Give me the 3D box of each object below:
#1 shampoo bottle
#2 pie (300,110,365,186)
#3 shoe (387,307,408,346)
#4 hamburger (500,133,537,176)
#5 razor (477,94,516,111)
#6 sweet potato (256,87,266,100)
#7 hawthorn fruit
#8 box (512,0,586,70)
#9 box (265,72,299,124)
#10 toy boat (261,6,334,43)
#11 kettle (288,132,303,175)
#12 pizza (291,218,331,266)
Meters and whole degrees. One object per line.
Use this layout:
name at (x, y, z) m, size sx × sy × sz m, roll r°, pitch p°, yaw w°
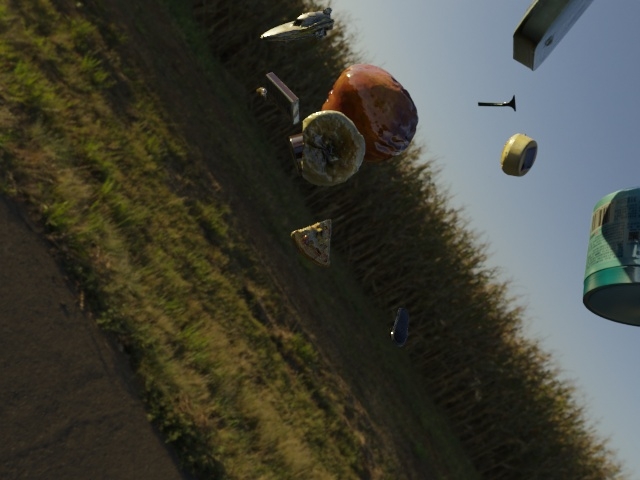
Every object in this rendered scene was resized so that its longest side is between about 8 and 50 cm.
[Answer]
shampoo bottle at (1.010, 0.052, 1.650) m, size 0.331 × 0.331 × 0.342 m, roll 48°, pitch 52°, yaw -49°
pie at (0.034, -0.259, 1.501) m, size 0.052 × 0.185 × 0.218 m, roll -85°, pitch 173°, yaw -69°
shoe at (0.252, 0.290, 1.745) m, size 0.062 × 0.053 × 0.159 m, roll 44°, pitch 41°, yaw -18°
hamburger at (0.588, -0.256, 1.580) m, size 0.081 × 0.141 × 0.126 m, roll 31°, pitch -38°, yaw 38°
razor at (0.706, -0.554, 2.144) m, size 0.190 × 0.033 × 0.066 m, roll 25°, pitch -48°, yaw 58°
sweet potato at (-0.257, -0.657, 2.355) m, size 0.153 × 0.038 × 0.041 m, roll -122°, pitch -157°, yaw -58°
hawthorn fruit at (0.225, -0.569, 2.418) m, size 0.471 × 0.472 × 0.472 m, roll 57°, pitch 9°, yaw -14°
box at (0.711, -0.700, 1.513) m, size 0.111 × 0.396 × 0.396 m, roll 40°, pitch 17°, yaw 12°
box at (-0.138, -0.518, 1.936) m, size 0.177 × 0.036 × 0.115 m, roll 50°, pitch -19°, yaw 27°
toy boat at (-0.061, -0.578, 1.447) m, size 0.066 × 0.210 × 0.084 m, roll 81°, pitch -14°, yaw -47°
kettle at (0.016, -0.322, 1.888) m, size 0.202 × 0.232 × 0.144 m, roll 123°, pitch -48°, yaw -84°
pizza at (0.000, 0.000, 1.867) m, size 0.184 × 0.176 × 0.036 m, roll 53°, pitch -23°, yaw -17°
